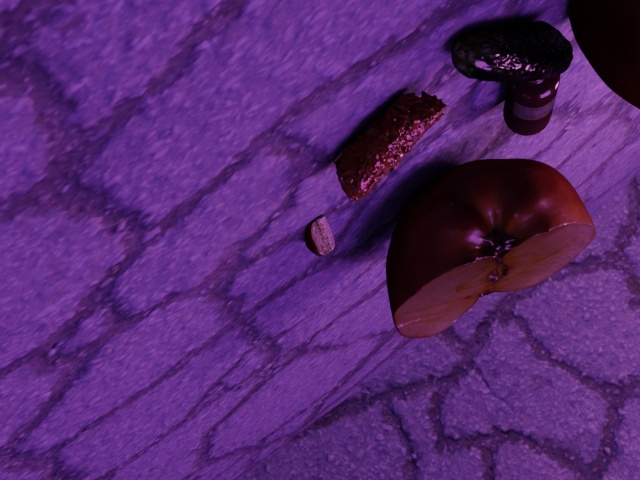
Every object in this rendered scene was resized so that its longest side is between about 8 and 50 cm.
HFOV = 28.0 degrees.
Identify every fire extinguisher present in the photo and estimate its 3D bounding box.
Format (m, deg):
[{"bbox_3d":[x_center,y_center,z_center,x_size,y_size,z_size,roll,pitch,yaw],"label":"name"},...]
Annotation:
[{"bbox_3d":[0.281,-0.209,1.786,0.099,0.071,0.231,-10,167,5],"label":"fire extinguisher"}]

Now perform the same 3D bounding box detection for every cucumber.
[{"bbox_3d":[0.233,-0.228,1.569,0.074,0.074,0.241,-46,163,32],"label":"cucumber"}]

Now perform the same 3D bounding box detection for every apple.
[{"bbox_3d":[0.263,0.016,2.036,0.365,0.295,0.329,75,39,-72],"label":"apple"}]

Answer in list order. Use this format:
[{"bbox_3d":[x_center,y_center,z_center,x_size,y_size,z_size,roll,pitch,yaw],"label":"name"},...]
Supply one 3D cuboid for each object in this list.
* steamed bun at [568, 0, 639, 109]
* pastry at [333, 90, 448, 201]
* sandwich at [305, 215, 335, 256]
[{"bbox_3d":[0.470,-0.290,1.589,0.235,0.248,0.379,-37,166,-6],"label":"steamed bun"},{"bbox_3d":[0.079,-0.122,1.560,0.169,0.063,0.087,-47,174,16],"label":"pastry"},{"bbox_3d":[0.000,0.000,1.801,0.031,0.044,0.083,-29,163,-14],"label":"sandwich"}]
